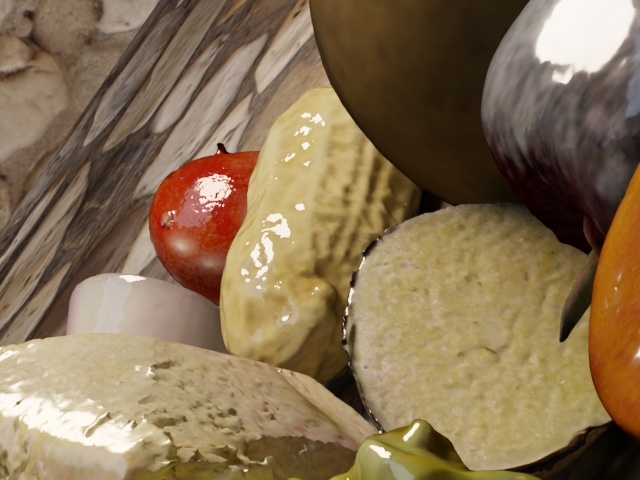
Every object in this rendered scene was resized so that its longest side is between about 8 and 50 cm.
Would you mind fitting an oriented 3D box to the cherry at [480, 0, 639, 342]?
[{"bbox_3d":[0.213,-0.069,0.872,0.296,0.218,0.255,-44,20,-2],"label":"cherry"}]

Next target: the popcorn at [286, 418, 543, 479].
[{"bbox_3d":[0.043,0.213,0.738,0.293,0.293,0.237,-22,41,58],"label":"popcorn"}]

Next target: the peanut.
[{"bbox_3d":[0.000,0.000,1.388,0.152,0.152,0.313,-39,26,37],"label":"peanut"}]

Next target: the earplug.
[{"bbox_3d":[-0.182,0.198,1.468,0.172,0.172,0.301,-31,34,49],"label":"earplug"}]

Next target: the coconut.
[{"bbox_3d":[-0.087,0.209,0.990,0.297,0.309,0.297,-10,71,33],"label":"coconut"}]

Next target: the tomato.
[{"bbox_3d":[-0.069,-0.007,1.573,0.167,0.167,0.167,-46,19,21],"label":"tomato"}]

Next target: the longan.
[{"bbox_3d":[0.129,-0.158,1.111,0.297,0.297,0.297,-46,19,21],"label":"longan"}]

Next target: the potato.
[{"bbox_3d":[0.101,0.085,1.016,0.117,0.182,0.202,92,171,-47],"label":"potato"}]

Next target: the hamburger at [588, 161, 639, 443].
[{"bbox_3d":[0.253,0.002,0.617,0.291,0.225,0.291,-54,14,20],"label":"hamburger"}]
